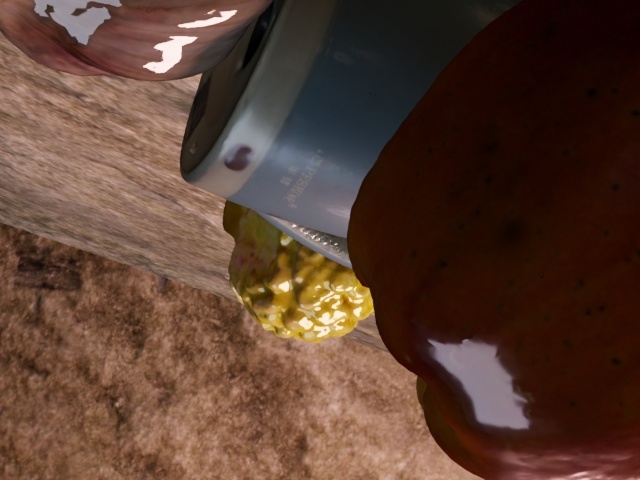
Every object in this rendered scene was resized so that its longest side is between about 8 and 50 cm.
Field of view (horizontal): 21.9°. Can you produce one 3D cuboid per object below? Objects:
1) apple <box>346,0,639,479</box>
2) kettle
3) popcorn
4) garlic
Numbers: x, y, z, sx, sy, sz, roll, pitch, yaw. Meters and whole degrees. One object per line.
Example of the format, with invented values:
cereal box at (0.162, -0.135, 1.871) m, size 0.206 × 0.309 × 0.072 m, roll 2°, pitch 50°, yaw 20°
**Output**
apple at (0.207, 0.000, 1.101) m, size 0.328 × 0.365 × 0.295 m, roll 57°, pitch 171°, yaw 10°
kettle at (0.078, -0.080, 1.307) m, size 0.342 × 0.247 × 0.319 m, roll 22°, pitch 141°, yaw -15°
popcorn at (0.000, 0.000, 2.021) m, size 0.212 × 0.259 × 0.259 m, roll 13°, pitch 175°, yaw -29°
garlic at (-0.156, -0.242, 1.120) m, size 0.322 × 0.241 × 0.322 m, roll 5°, pitch 159°, yaw 2°
